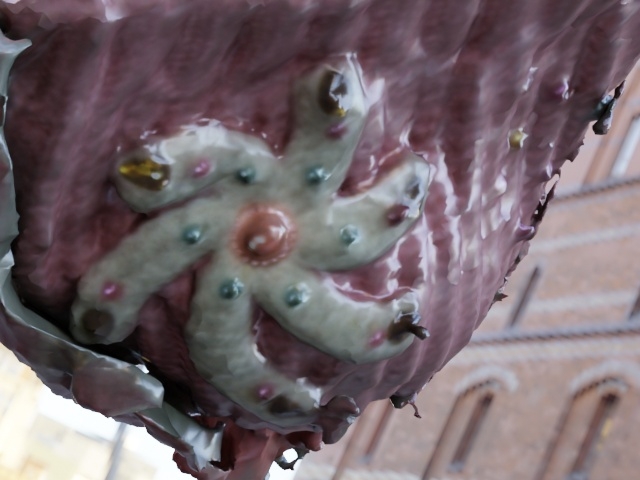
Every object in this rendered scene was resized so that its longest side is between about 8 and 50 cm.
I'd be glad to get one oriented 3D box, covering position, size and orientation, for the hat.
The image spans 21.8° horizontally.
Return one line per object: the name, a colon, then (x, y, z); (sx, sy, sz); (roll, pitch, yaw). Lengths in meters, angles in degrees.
hat: (0.000, 0.000, 0.528); (0.107, 0.237, 0.286); (63, -27, 30)
